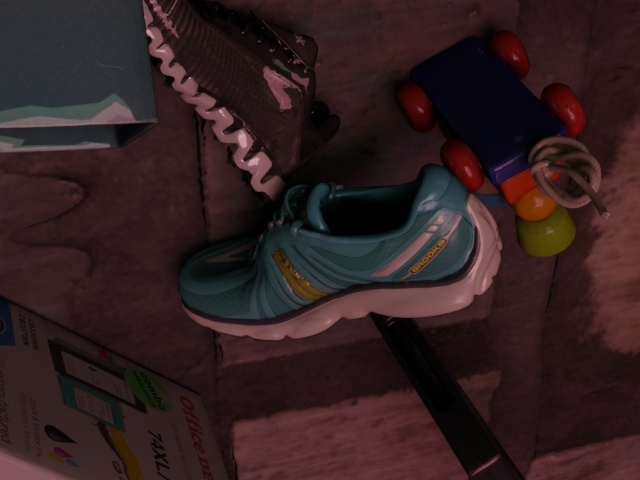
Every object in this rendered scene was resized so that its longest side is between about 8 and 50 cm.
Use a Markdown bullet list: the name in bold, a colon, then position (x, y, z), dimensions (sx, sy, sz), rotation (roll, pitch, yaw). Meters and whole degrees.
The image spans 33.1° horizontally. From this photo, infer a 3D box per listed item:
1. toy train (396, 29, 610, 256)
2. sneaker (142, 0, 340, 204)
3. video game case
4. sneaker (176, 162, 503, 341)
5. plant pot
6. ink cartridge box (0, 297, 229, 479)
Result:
- **toy train**: position (0.159, -0.039, 0.807), dimensions (0.105, 0.248, 0.143), rotation (-29, 132, 1)
- **sneaker**: position (-0.060, -0.133, 0.773), dimensions (0.106, 0.078, 0.234), rotation (-36, 131, 2)
- **video game case**: position (0.142, 0.185, 0.946), dimensions (0.035, 0.248, 0.275), rotation (-34, 127, 2)
- **sneaker**: position (0.000, 0.000, 0.815), dimensions (0.275, 0.107, 0.110), rotation (-13, 131, 30)
- **plant pot**: position (-0.192, -0.171, 0.611), dimensions (0.166, 0.165, 0.234), rotation (-3, 91, -17)
- **ink cartridge box**: position (-0.233, 0.200, 0.854), dimensions (0.270, 0.198, 0.197), rotation (33, 106, -35)
